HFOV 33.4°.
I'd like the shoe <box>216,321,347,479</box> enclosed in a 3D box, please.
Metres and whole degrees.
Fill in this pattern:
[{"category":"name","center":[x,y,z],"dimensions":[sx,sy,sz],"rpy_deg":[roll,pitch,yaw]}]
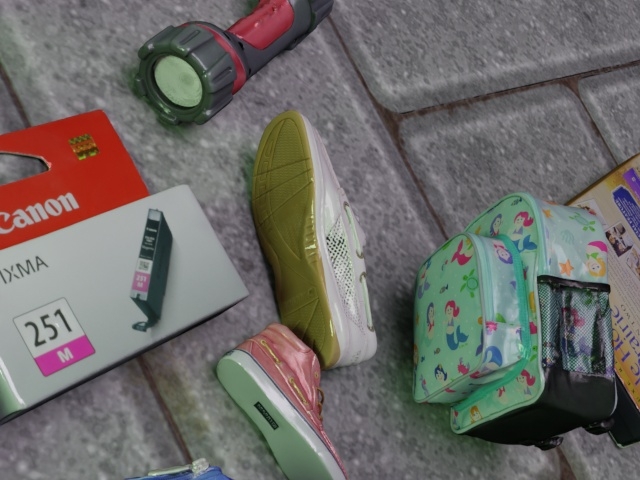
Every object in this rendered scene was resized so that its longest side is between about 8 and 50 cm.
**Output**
[{"category":"shoe","center":[-0.017,0.163,1.020],"dimensions":[0.178,0.063,0.081],"rpy_deg":[52,47,2]}]

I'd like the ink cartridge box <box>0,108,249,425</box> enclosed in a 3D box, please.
[{"category":"ink cartridge box","center":[-0.222,-0.001,0.938],"dimensions":[0.275,0.060,0.238],"rpy_deg":[-26,85,-48]}]

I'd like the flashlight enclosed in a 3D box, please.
[{"category":"flashlight","center":[-0.084,-0.235,1.181],"dimensions":[0.103,0.103,0.304],"rpy_deg":[46,44,-7]}]

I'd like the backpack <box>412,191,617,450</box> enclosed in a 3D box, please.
[{"category":"backpack","center":[0.208,0.078,1.156],"dimensions":[0.191,0.225,0.253],"rpy_deg":[17,64,-15]}]

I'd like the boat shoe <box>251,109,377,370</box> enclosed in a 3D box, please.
[{"category":"boat shoe","center":[0.000,0.000,1.120],"dimensions":[0.096,0.098,0.276],"rpy_deg":[3,73,-42]}]

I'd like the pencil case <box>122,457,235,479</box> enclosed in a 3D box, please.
[{"category":"pencil case","center":[-0.179,0.236,0.779],"dimensions":[0.306,0.119,0.133],"rpy_deg":[3,87,-42]}]

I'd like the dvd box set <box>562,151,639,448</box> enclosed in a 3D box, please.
[{"category":"dvd box set","center":[0.445,0.065,1.514],"dimensions":[0.420,0.062,0.307],"rpy_deg":[-30,87,-49]}]
